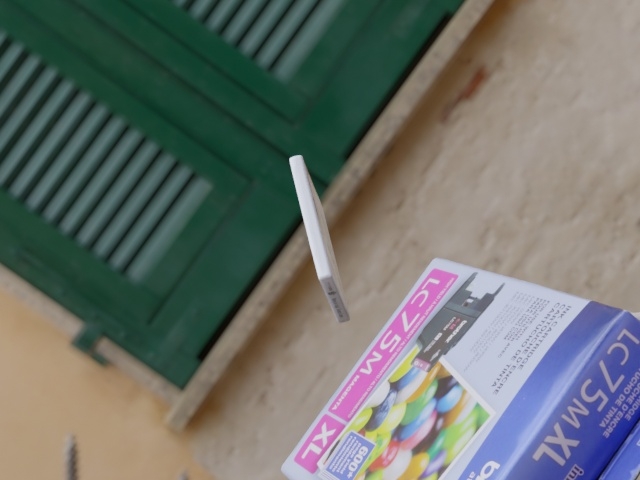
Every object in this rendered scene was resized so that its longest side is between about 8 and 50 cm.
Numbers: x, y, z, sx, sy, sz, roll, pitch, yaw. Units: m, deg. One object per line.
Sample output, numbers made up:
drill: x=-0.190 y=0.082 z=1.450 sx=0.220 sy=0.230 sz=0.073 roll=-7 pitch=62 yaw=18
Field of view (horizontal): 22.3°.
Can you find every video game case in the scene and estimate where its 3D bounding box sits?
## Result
video game case: x=0.000 y=0.000 z=1.873 sx=0.019 sy=0.157 sz=0.143 roll=-15 pitch=-24 yaw=3

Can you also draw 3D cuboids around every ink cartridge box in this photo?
ink cartridge box: x=0.096 y=0.113 z=0.969 sx=0.186 sy=0.065 sz=0.311 roll=-53 pitch=22 yaw=-7

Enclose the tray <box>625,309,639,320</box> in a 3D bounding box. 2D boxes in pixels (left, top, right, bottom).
tray: x=0.211 y=0.142 z=1.601 sx=0.270 sy=0.030 sz=0.145 roll=-39 pitch=-17 yaw=23
